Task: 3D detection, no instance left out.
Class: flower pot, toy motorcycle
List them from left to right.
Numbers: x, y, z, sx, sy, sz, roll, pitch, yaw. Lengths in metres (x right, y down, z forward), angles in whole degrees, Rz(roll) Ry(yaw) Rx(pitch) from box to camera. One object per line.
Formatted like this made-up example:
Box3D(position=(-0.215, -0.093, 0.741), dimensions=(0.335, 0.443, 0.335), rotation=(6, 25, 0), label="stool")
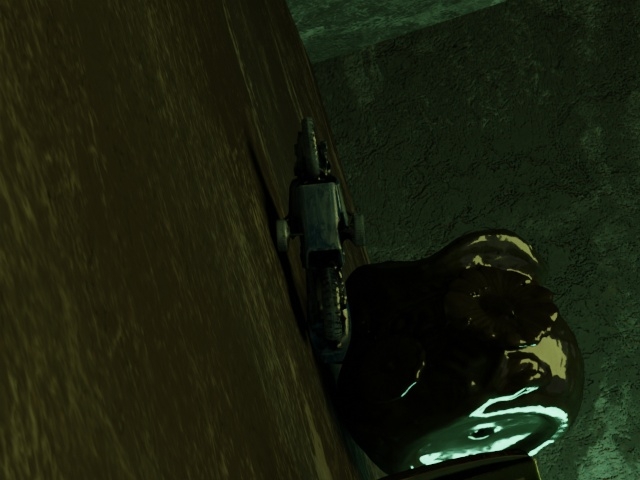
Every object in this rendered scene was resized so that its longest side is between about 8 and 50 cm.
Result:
Box3D(position=(0.000, 0.000, 1.537), dimensions=(0.135, 0.092, 0.254), rotation=(87, -3, -69), label="toy motorcycle")
Box3D(position=(0.149, 0.133, 1.620), dimensions=(0.302, 0.302, 0.213), rotation=(65, 9, -60), label="flower pot")

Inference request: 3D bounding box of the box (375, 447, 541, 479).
Box3D(position=(0.090, 0.241, 1.060), dimensions=(0.195, 0.177, 0.148), rotation=(47, 25, -80), label="box")
